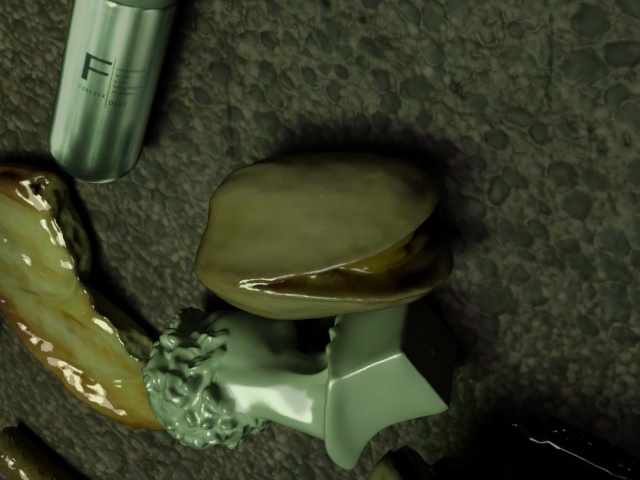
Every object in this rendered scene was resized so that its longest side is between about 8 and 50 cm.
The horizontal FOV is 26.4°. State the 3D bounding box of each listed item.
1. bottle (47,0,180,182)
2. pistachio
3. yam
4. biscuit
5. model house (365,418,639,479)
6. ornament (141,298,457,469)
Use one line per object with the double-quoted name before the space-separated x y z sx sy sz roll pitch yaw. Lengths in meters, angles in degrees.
"bottle" -0.151 -0.156 1.066 0.096 0.079 0.253 7 133 -16
"pistachio" 0.000 0.000 1.028 0.206 0.131 0.129 -3 125 31
"yam" -0.252 0.288 1.444 0.241 0.057 0.057 41 133 7
"biscuit" -0.241 0.058 1.287 0.154 0.045 0.299 -14 111 38
"model house" 0.175 0.309 1.040 0.283 0.297 0.317 5 129 -22
"ornament" -0.021 0.117 1.120 0.285 0.130 0.120 0 131 34
